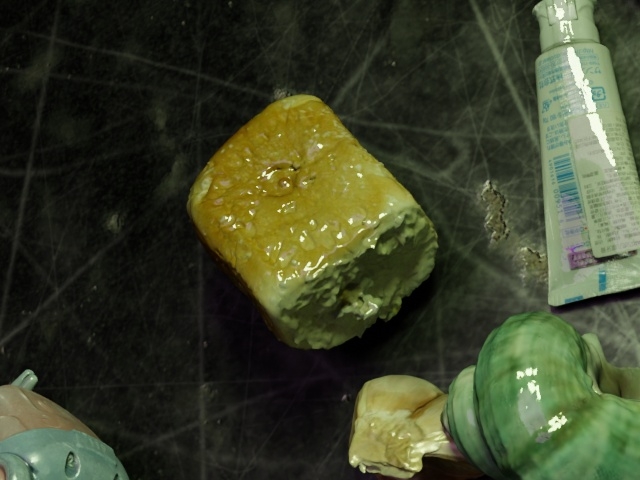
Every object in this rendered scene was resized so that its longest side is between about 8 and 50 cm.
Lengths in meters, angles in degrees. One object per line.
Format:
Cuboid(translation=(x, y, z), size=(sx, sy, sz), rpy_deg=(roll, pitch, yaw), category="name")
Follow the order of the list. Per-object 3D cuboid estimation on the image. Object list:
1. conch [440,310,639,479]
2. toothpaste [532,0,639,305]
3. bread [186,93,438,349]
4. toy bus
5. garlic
Cuboid(translation=(0.220, 0.152, 1.384), size=(0.277, 0.220, 0.195), rpy_deg=(-7, 102, 33), category="conch")
Cuboid(translation=(0.255, -0.090, 1.557), size=(0.114, 0.073, 0.299), rpy_deg=(-14, 71, 27), category="toothpaste")
Cuboid(translation=(0.000, 0.000, 1.611), size=(0.195, 0.176, 0.246), rpy_deg=(-39, 51, -1), category="bread")
Cuboid(translation=(-0.349, 0.290, 1.715), size=(0.294, 0.197, 0.232), rpy_deg=(-48, 43, 8), category="toy bus")
Cuboid(translation=(0.097, 0.189, 1.529), size=(0.175, 0.099, 0.124), rpy_deg=(6, 55, 30), category="garlic")
